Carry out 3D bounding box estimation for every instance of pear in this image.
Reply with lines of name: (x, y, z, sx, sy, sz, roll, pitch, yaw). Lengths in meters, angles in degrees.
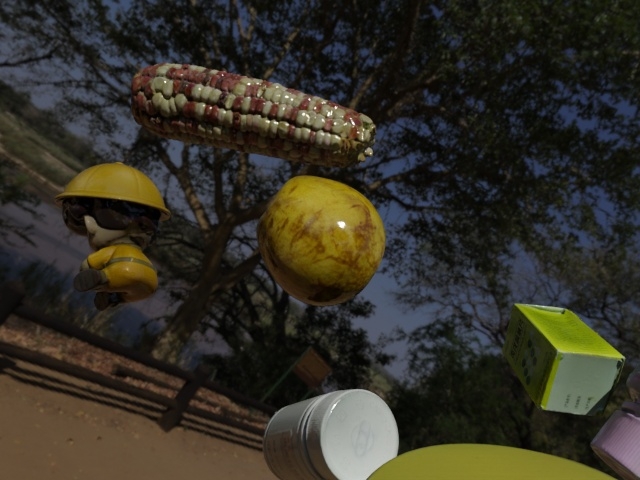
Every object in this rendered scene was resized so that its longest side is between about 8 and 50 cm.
pear: (0.000, 0.000, 1.046, 0.281, 0.280, 0.281, 34, -9, 6)

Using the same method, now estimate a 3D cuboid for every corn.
corn: (-0.066, -0.116, 0.469, 0.237, 0.079, 0.079, 16, -13, 12)

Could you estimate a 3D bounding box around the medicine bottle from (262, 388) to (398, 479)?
medicine bottle: (0.012, 0.444, 1.103, 0.190, 0.190, 0.332, 36, -34, -8)

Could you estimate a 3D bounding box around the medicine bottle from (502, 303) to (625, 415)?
medicine bottle: (0.503, 0.247, 1.064, 0.141, 0.137, 0.250, 5, 15, 0)

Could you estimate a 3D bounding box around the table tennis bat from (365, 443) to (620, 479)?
table tennis bat: (0.200, 0.201, 0.325, 0.369, 0.054, 0.224, 1, 8, -1)

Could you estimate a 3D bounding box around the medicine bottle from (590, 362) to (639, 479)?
medicine bottle: (0.677, 0.322, 0.881, 0.256, 0.325, 0.256, 40, -2, 2)

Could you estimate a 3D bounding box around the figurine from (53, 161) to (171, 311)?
figurine: (-0.345, -0.016, 0.857, 0.257, 0.167, 0.192, 65, 9, 23)
